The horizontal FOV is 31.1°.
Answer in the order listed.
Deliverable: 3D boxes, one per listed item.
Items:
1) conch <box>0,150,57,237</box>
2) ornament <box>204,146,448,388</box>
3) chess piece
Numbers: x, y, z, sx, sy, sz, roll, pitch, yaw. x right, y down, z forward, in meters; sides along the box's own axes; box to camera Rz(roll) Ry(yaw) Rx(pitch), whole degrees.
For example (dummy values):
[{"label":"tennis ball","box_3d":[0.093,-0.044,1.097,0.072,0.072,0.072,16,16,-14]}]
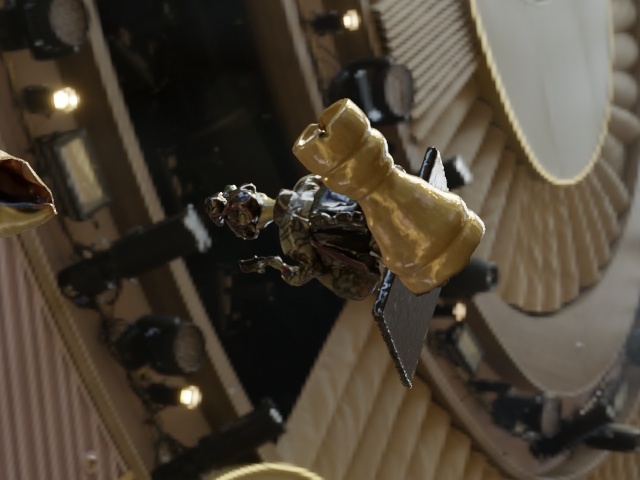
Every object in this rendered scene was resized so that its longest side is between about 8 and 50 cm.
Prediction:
[{"label":"conch","box_3d":[-0.306,-0.041,0.995,0.094,0.176,0.104,-2,-82,-41]},{"label":"ornament","box_3d":[0.000,0.000,0.974,0.153,0.196,0.166,69,-142,-60]},{"label":"chess piece","box_3d":[0.040,-0.029,0.714,0.122,0.066,0.066,44,-127,-16]}]
